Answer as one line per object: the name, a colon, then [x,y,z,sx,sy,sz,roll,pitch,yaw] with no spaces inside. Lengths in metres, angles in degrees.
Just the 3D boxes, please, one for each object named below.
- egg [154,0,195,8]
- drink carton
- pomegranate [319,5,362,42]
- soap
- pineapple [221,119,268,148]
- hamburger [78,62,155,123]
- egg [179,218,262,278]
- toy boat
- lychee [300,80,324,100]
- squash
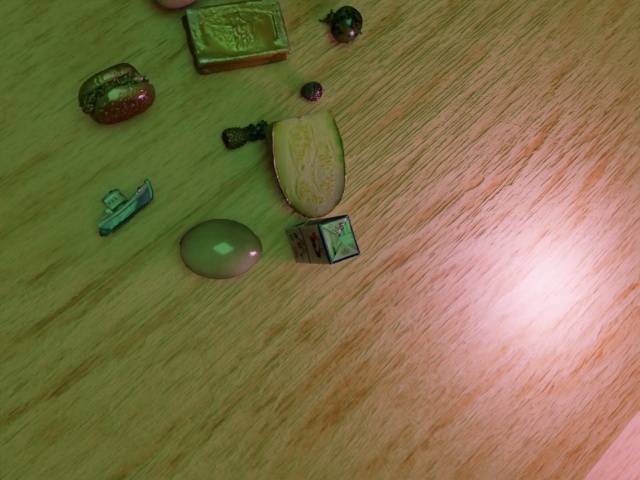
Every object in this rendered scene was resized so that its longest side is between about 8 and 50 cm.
egg: [-0.428,-0.817,1.669,0.186,0.186,0.242,35,88,-14]
drink carton: [0.000,0.000,1.729,0.106,0.315,0.131,-18,95,-21]
pomegranate: [0.072,-0.744,1.878,0.161,0.122,0.122,28,79,14]
soap: [-0.268,-0.661,1.771,0.315,0.091,0.199,-14,92,-18]
pineapple: [-0.237,-0.347,1.789,0.159,0.074,0.074,-22,96,-24]
hamburger: [-0.596,-0.411,1.604,0.215,0.189,0.122,-33,92,-27]
egg: [-0.305,0.027,1.694,0.253,0.186,0.187,3,88,-13]
toy boat: [-0.599,-0.111,1.653,0.215,0.088,0.102,-41,98,-13]
lychee: [-0.025,-0.502,1.857,0.083,0.068,0.067,3,130,-2]
squash: [-0.036,-0.229,1.778,0.233,0.210,0.309,-14,89,-11]
